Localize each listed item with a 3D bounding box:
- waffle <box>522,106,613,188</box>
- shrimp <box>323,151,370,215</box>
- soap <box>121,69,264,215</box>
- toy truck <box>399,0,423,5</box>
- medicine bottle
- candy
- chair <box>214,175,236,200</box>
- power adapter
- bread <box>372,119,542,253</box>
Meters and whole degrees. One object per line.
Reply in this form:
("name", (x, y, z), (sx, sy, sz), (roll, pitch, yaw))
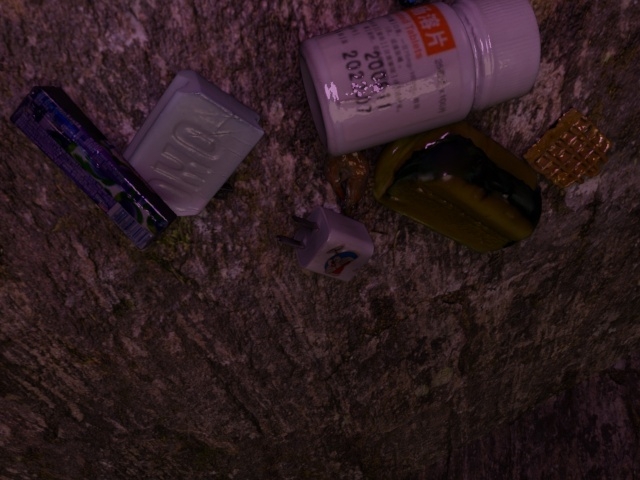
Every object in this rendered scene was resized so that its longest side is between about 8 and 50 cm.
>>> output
("waffle", (0.616, -0.207, 1.167), (0.211, 0.055, 0.160), (23, 120, -34))
("shrimp", (0.061, -0.132, 1.077), (0.102, 0.042, 0.190), (2, 134, 8))
("soap", (-0.262, -0.160, 0.909), (0.173, 0.095, 0.289), (29, 118, -34))
("toy truck", (0.212, -0.468, 0.756), (0.208, 0.126, 0.113), (-28, 133, 7))
("medicine bottle", (0.163, -0.295, 0.840), (0.372, 0.211, 0.211), (-17, 134, -2))
("candy", (-0.387, -0.124, 0.832), (0.088, 0.061, 0.312), (-38, 101, 19))
("chair", (-0.204, -0.110, 1.008), (0.037, 0.042, 0.086), (6, 129, -24))
("power adapter", (0.000, 0.000, 1.114), (0.205, 0.125, 0.130), (18, 124, -31))
("bread", (0.302, -0.123, 1.036), (0.377, 0.208, 0.251), (20, 156, -29))
